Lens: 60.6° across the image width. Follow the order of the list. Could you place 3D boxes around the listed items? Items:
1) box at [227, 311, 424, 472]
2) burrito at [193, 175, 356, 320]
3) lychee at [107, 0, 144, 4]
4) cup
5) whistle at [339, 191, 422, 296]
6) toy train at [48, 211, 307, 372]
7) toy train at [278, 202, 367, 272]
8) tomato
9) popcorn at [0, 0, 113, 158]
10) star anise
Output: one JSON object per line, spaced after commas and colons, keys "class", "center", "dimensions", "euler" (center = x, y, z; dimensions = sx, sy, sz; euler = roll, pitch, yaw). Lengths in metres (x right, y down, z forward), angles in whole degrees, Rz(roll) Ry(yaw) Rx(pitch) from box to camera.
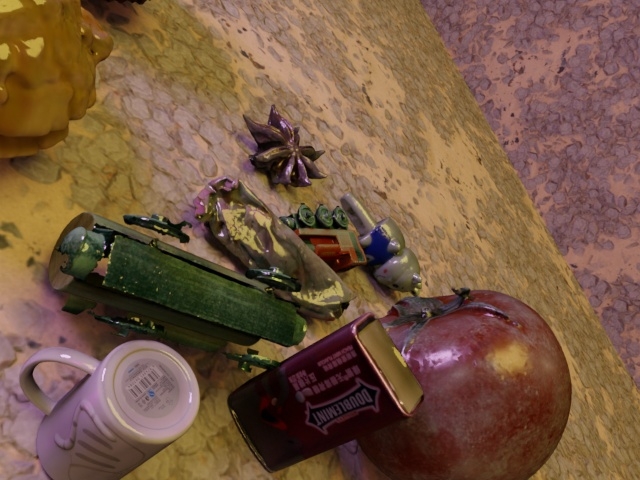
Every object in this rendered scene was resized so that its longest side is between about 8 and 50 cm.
{"class": "box", "center": [0.000, 0.184, 0.646], "dimensions": [0.120, 0.224, 0.069], "euler": [59, 32, 5]}
{"class": "burrito", "center": [-0.066, 0.026, 0.838], "dimensions": [0.309, 0.066, 0.096], "euler": [43, 71, -21]}
{"class": "lychee", "center": [-0.308, -0.499, 0.829], "dimensions": [0.268, 0.268, 0.267], "euler": [32, 39, -31]}
{"class": "cup", "center": [-0.201, 0.159, 0.499], "dimensions": [0.136, 0.133, 0.099], "euler": [22, 42, -39]}
{"class": "whistle", "center": [0.115, 0.012, 1.063], "dimensions": [0.092, 0.110, 0.244], "euler": [-39, 95, -22]}
{"class": "toy train", "center": [-0.159, 0.067, 0.615], "dimensions": [0.308, 0.190, 0.126], "euler": [27, 64, -41]}
{"class": "toy train", "center": [0.000, 0.000, 0.954], "dimensions": [0.176, 0.074, 0.118], "euler": [0, 67, -52]}
{"class": "tomato", "center": [0.190, 0.204, 0.789], "dimensions": [0.317, 0.317, 0.282], "euler": [-26, 100, -57]}
{"class": "popcorn", "center": [-0.348, -0.221, 0.579], "dimensions": [0.264, 0.225, 0.332], "euler": [65, 16, -8]}
{"class": "star anise", "center": [-0.071, -0.170, 1.021], "dimensions": [0.180, 0.061, 0.204], "euler": [54, 35, -10]}
